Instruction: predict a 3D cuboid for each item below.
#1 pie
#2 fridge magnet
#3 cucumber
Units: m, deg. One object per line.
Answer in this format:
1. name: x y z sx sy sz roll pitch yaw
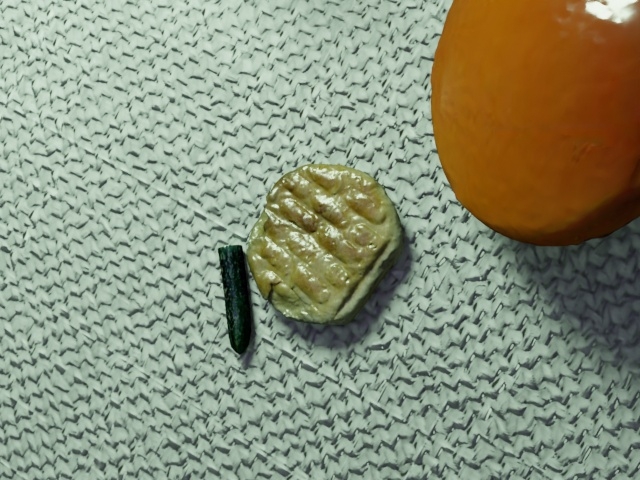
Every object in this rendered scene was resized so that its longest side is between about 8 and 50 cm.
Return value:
1. pie: 0.000 0.000 1.094 0.195 0.046 0.195 -2 84 16
2. fridge magnet: 0.245 -0.173 0.903 0.363 0.155 0.363 -16 71 56
3. cucumber: -0.103 0.072 1.126 0.032 0.032 0.133 -10 80 17
